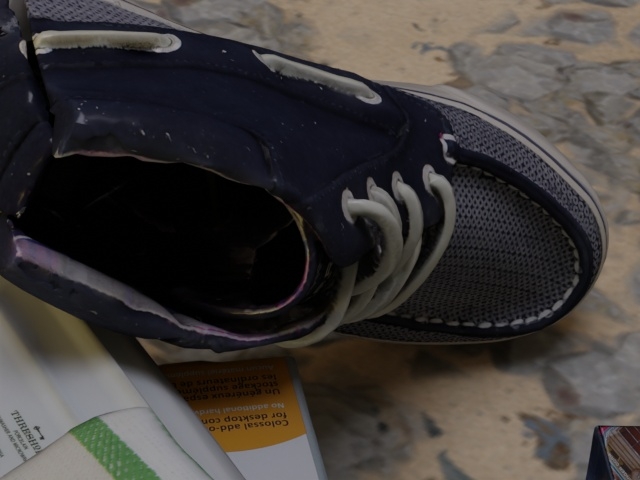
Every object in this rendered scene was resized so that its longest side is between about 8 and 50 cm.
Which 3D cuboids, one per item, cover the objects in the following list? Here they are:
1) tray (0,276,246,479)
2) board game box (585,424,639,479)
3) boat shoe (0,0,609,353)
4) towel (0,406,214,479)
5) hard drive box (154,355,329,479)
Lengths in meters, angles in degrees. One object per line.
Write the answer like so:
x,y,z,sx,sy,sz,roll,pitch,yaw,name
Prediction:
-0.104,0.076,0.656,0.145,0.030,0.270,-17,40,-25,tray
0.200,0.163,0.708,0.165,0.042,0.243,1,36,-5,board game box
0.000,0.000,0.767,0.340,0.127,0.158,15,22,-29,boat shoe
-0.104,0.201,0.444,0.325,0.038,0.248,-43,48,-11,towel
-0.076,0.151,0.657,0.181,0.089,0.232,-5,37,-11,hard drive box
